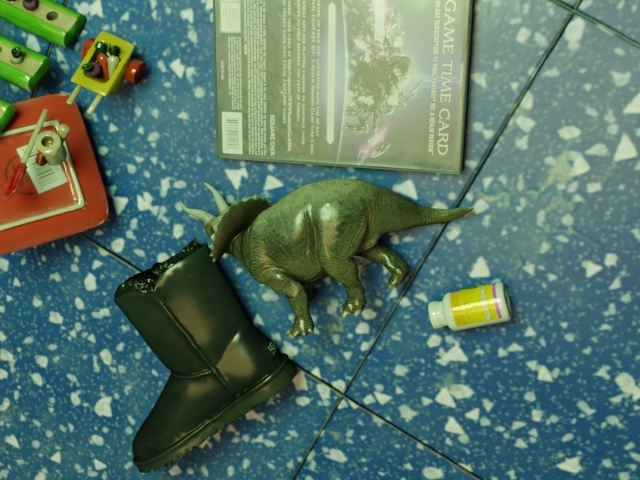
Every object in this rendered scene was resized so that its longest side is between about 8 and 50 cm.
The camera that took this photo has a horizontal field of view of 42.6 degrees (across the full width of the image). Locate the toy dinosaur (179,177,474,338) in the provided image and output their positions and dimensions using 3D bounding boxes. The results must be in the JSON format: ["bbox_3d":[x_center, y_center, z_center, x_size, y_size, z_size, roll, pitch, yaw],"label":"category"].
[{"bbox_3d":[0.000,0.000,0.873,0.314,0.121,0.160,-14,114,24],"label":"toy dinosaur"}]

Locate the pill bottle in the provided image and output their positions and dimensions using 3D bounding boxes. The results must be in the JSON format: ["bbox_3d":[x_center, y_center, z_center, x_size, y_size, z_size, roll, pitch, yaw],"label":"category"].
[{"bbox_3d":[0.161,0.073,0.886,0.083,0.043,0.043,-14,102,19],"label":"pill bottle"}]

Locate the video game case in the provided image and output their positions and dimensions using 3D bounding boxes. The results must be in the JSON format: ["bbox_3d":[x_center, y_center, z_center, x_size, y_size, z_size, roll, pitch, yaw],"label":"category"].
[{"bbox_3d":[0.018,-0.175,0.866,0.274,0.026,0.196,5,107,14],"label":"video game case"}]

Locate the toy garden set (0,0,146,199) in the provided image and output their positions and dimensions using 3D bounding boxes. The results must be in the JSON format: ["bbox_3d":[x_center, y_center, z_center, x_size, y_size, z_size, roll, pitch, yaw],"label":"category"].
[{"bbox_3d":[-0.328,-0.162,0.878,0.204,0.049,0.244,26,69,6],"label":"toy garden set"}]

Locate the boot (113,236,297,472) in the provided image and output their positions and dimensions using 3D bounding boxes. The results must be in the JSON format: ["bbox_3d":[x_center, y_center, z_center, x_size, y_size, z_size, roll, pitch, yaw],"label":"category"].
[{"bbox_3d":[-0.178,0.136,0.976,0.246,0.094,0.207,-35,96,17],"label":"boot"}]

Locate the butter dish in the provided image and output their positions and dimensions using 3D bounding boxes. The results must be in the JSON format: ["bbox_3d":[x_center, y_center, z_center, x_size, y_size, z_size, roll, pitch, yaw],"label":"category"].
[{"bbox_3d":[-0.346,-0.074,0.960,0.160,0.118,0.160,-18,97,-20],"label":"butter dish"}]
